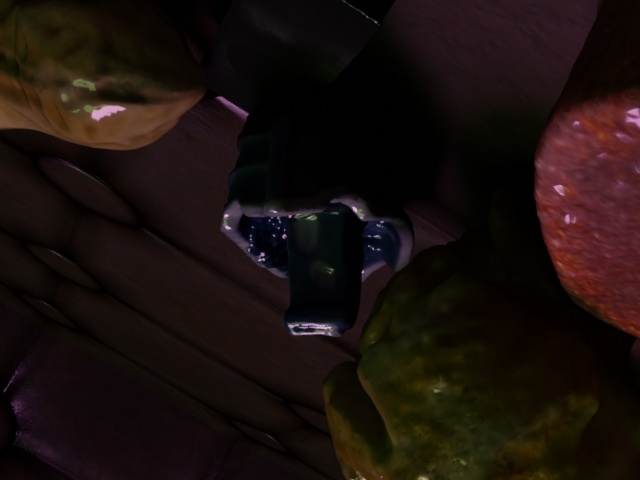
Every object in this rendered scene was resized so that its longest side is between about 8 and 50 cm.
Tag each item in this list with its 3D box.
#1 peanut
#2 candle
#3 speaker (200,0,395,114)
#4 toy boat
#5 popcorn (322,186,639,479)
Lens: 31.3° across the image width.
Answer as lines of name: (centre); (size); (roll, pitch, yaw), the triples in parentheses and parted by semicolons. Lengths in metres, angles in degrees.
peanut: (-0.202, -0.133, 0.817); (0.305, 0.147, 0.147); (16, 158, 31)
candle: (0.220, 0.001, 0.571); (0.317, 0.131, 0.287); (37, 163, -19)
speaker: (-0.019, -0.131, 0.703); (0.082, 0.044, 0.218); (32, 162, -8)
toy boat: (0.000, 0.000, 0.806); (0.129, 0.142, 0.309); (-2, 169, 9)
popcorn: (0.135, 0.121, 0.775); (0.276, 0.276, 0.225); (31, 134, -5)
